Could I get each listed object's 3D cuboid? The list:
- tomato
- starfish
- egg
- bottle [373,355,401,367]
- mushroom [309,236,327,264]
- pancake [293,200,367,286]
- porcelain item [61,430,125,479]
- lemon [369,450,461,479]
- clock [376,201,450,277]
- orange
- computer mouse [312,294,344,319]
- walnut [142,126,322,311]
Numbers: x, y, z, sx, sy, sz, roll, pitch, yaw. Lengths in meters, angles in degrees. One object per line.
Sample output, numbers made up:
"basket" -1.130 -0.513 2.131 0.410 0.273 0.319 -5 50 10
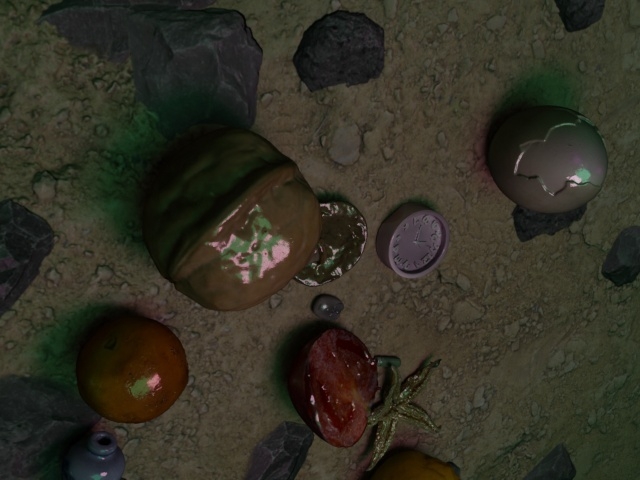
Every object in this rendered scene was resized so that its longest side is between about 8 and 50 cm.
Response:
"tomato" 0.006 0.389 1.829 0.309 0.170 0.308 15 69 -42
"starfish" 0.212 0.500 2.042 0.358 0.078 0.347 -11 117 -25
"egg" 0.600 -0.207 1.790 0.279 0.336 0.278 -8 111 -20
"bottle" 0.193 0.352 1.995 0.083 0.030 0.030 10 106 -31
"mushroom" -0.097 0.044 1.652 0.225 0.093 0.116 -28 133 -6
"pancake" 0.000 0.000 1.723 0.242 0.050 0.241 -7 114 -17
"porcelain item" -0.548 0.569 1.627 0.141 0.141 0.259 10 114 -32
"lemon" 0.286 0.811 2.076 0.348 0.348 0.347 -12 117 -24
"clock" 0.249 0.000 1.846 0.197 0.068 0.196 -12 117 -25
"orange" -0.411 0.285 1.510 0.240 0.240 0.239 -12 117 -24
"computer mouse" 0.024 0.181 1.820 0.096 0.039 0.066 23 100 -35
"walnut" -0.187 -0.040 1.437 0.381 0.381 0.381 -12 117 -24
